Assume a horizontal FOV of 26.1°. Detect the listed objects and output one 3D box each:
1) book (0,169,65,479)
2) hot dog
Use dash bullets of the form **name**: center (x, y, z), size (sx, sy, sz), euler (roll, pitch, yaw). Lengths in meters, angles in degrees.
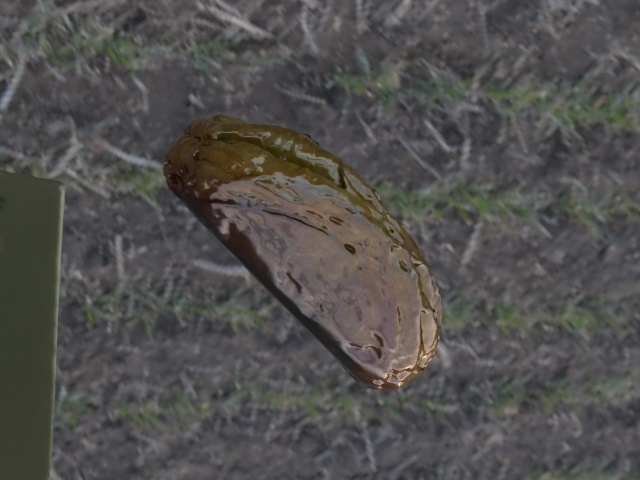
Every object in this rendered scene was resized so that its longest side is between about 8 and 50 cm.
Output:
- **book**: center (-0.177, 0.064, 0.349), size (0.216, 0.310, 0.021), euler (10, 127, -15)
- **hot dog**: center (-0.001, 0.002, 0.913), size (0.099, 0.160, 0.227), euler (-40, 110, 0)
